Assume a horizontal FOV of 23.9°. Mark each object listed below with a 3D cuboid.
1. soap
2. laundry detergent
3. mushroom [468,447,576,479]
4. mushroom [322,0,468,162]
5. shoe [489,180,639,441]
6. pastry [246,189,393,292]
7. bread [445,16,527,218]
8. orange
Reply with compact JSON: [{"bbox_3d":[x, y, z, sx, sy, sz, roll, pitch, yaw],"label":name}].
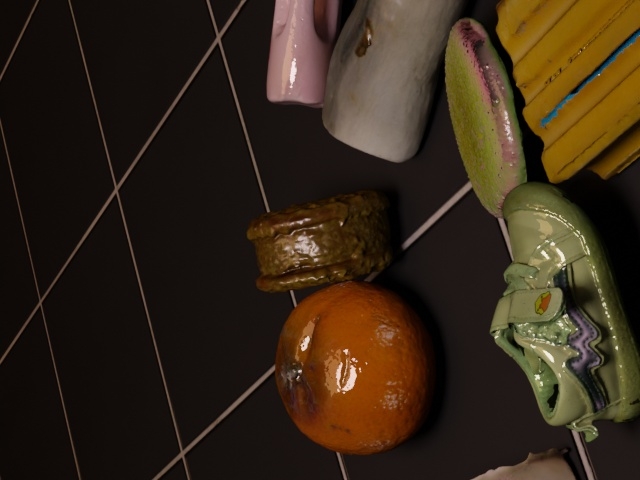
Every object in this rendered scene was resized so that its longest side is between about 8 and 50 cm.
[{"bbox_3d":[0.303,-0.214,1.422,0.324,0.096,0.204,-45,56,53],"label":"soap"},{"bbox_3d":[-0.013,-0.340,1.935,0.159,0.088,0.335,-43,-42,-85],"label":"laundry detergent"},{"bbox_3d":[0.176,0.356,1.657,0.236,0.162,0.173,-50,50,53],"label":"mushroom"},{"bbox_3d":[0.096,-0.281,1.755,0.397,0.126,0.177,110,151,-42],"label":"mushroom"},{"bbox_3d":[0.242,0.069,1.504,0.140,0.128,0.262,-25,89,63],"label":"shoe"},{"bbox_3d":[0.000,0.000,1.893,0.189,0.189,0.103,-7,96,60],"label":"pastry"},{"bbox_3d":[0.174,-0.129,1.638,0.228,0.033,0.228,167,90,-82],"label":"bread"},{"bbox_3d":[0.040,0.156,1.859,0.224,0.170,0.224,19,112,58],"label":"orange"}]
